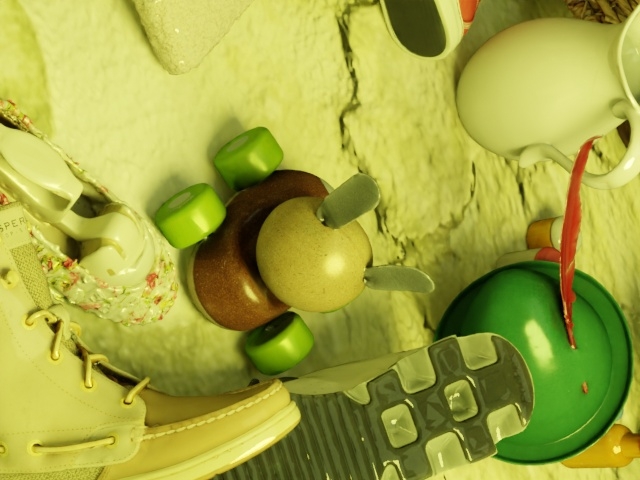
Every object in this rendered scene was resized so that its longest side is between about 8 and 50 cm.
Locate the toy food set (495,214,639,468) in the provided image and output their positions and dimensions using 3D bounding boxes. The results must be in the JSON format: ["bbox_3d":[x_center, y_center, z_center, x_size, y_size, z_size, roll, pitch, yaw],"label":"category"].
[{"bbox_3d":[0.231,0.089,1.377,0.111,0.104,0.232,2,82,-40],"label":"toy food set"}]

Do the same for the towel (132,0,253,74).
[{"bbox_3d":[-0.063,-0.279,1.181,0.282,0.049,0.187,-56,145,-30],"label":"towel"}]

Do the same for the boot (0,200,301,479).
[{"bbox_3d":[-0.159,0.070,0.987,0.095,0.262,0.203,-13,88,-81],"label":"boot"}]

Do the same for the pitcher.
[{"bbox_3d":[0.211,-0.115,1.327,0.125,0.207,0.177,34,63,-31],"label":"pitcher"}]

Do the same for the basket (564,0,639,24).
[{"bbox_3d":[0.360,-0.243,1.466,0.299,0.223,0.213,60,17,20],"label":"basket"}]

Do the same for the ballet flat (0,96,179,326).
[{"bbox_3d":[-0.178,-0.017,1.070,0.241,0.077,0.091,39,59,-30],"label":"ballet flat"}]

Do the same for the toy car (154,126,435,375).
[{"bbox_3d":[0.000,0.000,1.143,0.149,0.188,0.155,-48,113,-34],"label":"toy car"}]

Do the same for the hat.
[{"bbox_3d":[0.158,0.058,1.236,0.183,0.173,0.208,57,28,-63],"label":"hat"}]

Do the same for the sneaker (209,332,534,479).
[{"bbox_3d":[-0.010,0.157,1.146,0.331,0.146,0.122,-11,86,-29],"label":"sneaker"}]

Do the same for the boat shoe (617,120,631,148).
[{"bbox_3d":[0.421,-0.021,1.545,0.342,0.123,0.123,40,84,-18],"label":"boat shoe"}]

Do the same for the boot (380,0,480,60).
[{"bbox_3d":[0.105,-0.302,1.320,0.176,0.088,0.244,-52,140,-34],"label":"boot"}]
